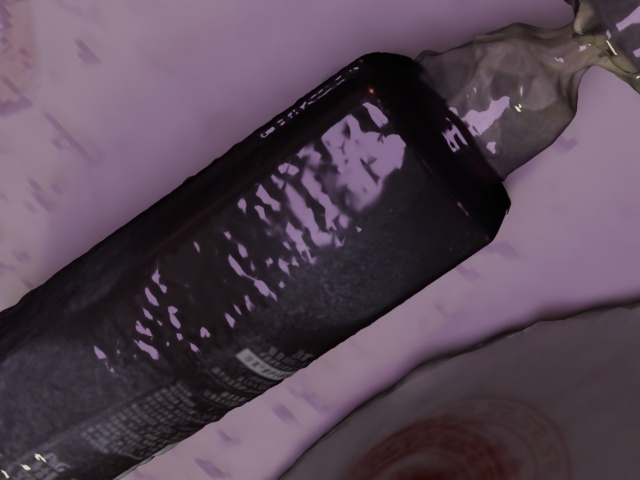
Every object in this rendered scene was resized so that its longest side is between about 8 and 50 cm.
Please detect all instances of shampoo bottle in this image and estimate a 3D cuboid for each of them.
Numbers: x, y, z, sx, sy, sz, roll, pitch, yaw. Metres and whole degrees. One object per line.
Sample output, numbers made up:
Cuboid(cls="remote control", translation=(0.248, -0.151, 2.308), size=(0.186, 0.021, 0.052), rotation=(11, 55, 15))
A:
Cuboid(cls="shampoo bottle", translation=(0.000, -0.001, 0.349), size=(0.208, 0.057, 0.063), rotation=(-33, 98, 20))

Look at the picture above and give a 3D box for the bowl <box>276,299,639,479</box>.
Cuboid(cls="bowl", translation=(0.103, 0.194, 0.337), size=(0.337, 0.157, 0.337), rotation=(3, 107, 10))
